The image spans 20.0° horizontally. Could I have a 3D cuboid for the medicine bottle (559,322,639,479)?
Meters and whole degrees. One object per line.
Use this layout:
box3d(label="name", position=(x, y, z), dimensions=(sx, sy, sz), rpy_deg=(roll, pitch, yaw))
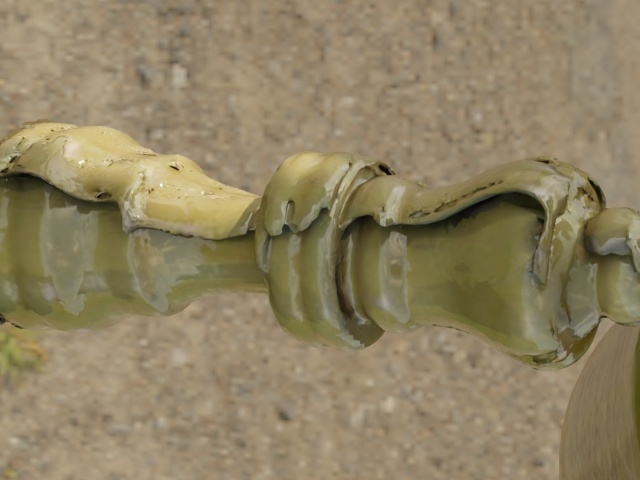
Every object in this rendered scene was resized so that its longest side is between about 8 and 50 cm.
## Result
box3d(label="medicine bottle", position=(0.230, 0.070, 0.729), dimensions=(0.384, 0.224, 0.224), rpy_deg=(94, 10, -74))

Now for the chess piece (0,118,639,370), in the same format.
box3d(label="chess piece", position=(0.000, 0.001, 0.436), dimensions=(0.060, 0.172, 0.060), rpy_deg=(-12, 103, -63))
